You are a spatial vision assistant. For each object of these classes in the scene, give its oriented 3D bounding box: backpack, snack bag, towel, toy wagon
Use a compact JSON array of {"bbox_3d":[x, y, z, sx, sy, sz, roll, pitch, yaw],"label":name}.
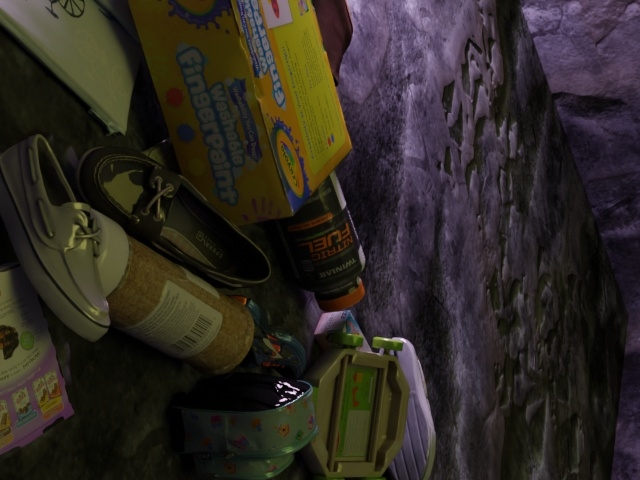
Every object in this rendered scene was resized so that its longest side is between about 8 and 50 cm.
[{"bbox_3d":[-0.099,0.265,1.632,0.166,0.188,0.144,-20,99,-63],"label":"backpack"},{"bbox_3d":[-0.332,-0.362,1.555,0.323,0.037,0.342,47,42,-48],"label":"snack bag"},{"bbox_3d":[-0.216,-0.101,1.702,0.148,0.027,0.110,-42,119,-59],"label":"towel"},{"bbox_3d":[0.038,0.293,1.961,0.344,0.068,0.267,13,82,-49],"label":"toy wagon"}]

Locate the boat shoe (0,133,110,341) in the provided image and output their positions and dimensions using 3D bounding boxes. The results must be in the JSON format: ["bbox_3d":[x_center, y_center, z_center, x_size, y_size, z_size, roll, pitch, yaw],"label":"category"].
[{"bbox_3d":[-0.300,-0.009,1.319,0.267,0.088,0.096,59,10,27],"label":"boat shoe"}]

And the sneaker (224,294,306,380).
[{"bbox_3d":[-0.102,0.170,1.798,0.221,0.083,0.087,44,57,-41],"label":"sneaker"}]

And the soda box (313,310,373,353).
[{"bbox_3d":[0.056,0.214,2.084,0.183,0.063,0.058,61,33,-33],"label":"soda box"}]

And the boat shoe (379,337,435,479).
[{"bbox_3d":[0.181,0.342,2.242,0.094,0.109,0.302,31,52,-58],"label":"boat shoe"}]

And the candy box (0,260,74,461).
[{"bbox_3d":[-0.375,0.138,1.268,0.165,0.070,0.196,-31,109,-61],"label":"candy box"}]

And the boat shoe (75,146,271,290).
[{"bbox_3d":[-0.187,-0.029,1.544,0.335,0.095,0.112,40,64,-45],"label":"boat shoe"}]

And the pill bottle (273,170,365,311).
[{"bbox_3d":[0.000,0.000,1.974,0.130,0.130,0.245,-52,127,-55],"label":"pill bottle"}]

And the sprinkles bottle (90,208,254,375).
[{"bbox_3d":[-0.227,0.078,1.519,0.355,0.121,0.121,39,48,-53],"label":"sprinkles bottle"}]

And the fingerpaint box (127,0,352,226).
[{"bbox_3d":[-0.121,-0.285,1.753,0.371,0.163,0.444,-54,131,-64],"label":"fingerpaint box"}]

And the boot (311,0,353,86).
[{"bbox_3d":[-0.003,-0.441,2.156,0.248,0.090,0.207,56,34,-45],"label":"boot"}]

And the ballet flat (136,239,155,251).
[{"bbox_3d":[-0.266,-0.035,1.581,0.057,0.049,0.173,-148,-140,-70],"label":"ballet flat"}]
